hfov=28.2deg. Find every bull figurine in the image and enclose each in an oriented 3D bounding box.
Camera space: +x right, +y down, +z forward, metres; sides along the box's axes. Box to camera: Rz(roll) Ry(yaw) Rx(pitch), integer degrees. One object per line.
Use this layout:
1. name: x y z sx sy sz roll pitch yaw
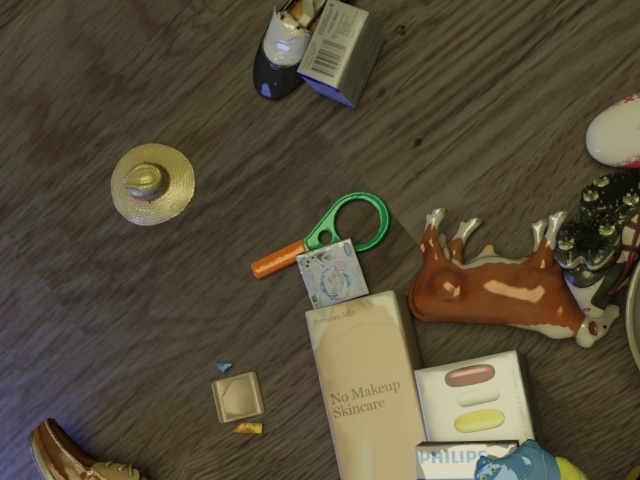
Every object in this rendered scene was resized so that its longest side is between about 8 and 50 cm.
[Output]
1. bull figurine: 0.282 0.055 1.857 0.310 0.101 0.189 3 79 11

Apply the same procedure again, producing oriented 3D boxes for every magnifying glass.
1. magnifying glass: 0.000 0.000 1.970 0.230 0.026 0.092 -25 78 7

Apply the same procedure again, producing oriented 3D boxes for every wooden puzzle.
1. wooden puzzle: -0.127 0.244 1.971 0.078 0.014 0.116 -8 81 8

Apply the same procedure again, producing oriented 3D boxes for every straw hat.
1. straw hat: -0.278 -0.096 2.027 0.144 0.061 0.145 -2 83 13

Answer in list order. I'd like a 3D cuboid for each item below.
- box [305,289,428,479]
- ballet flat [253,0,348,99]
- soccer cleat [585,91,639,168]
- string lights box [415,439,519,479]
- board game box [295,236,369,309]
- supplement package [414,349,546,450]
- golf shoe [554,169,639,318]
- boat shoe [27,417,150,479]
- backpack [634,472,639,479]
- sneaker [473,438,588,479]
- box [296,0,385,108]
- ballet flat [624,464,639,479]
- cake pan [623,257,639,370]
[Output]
1. box: 0.087 0.241 1.864 0.147 0.121 0.311 -16 79 11
2. ballet flat: -0.027 -0.353 1.985 0.095 0.096 0.280 32 91 15
3. soccer cleat: 0.541 -0.182 1.804 0.331 0.143 0.116 -10 80 12
4. string lights box: 0.195 0.389 1.633 0.133 0.077 0.260 -3 85 11
5. board game box: 0.019 0.051 1.945 0.090 0.020 0.090 -17 98 11
6. supplement package: 0.238 0.297 1.779 0.145 0.204 0.262 -13 80 12
7. golf shoe: 0.412 -0.006 1.801 0.105 0.273 0.120 8 127 37
8. boat shoe: -0.312 0.396 1.948 0.120 0.122 0.324 -40 84 0
9. backpack: 0.515 0.357 1.644 0.225 0.191 0.254 41 134 13
10. sneaker: 0.210 0.342 1.559 0.240 0.091 0.126 -42 69 -5
11. box: 0.033 -0.284 1.940 0.072 0.137 0.126 23 88 16
12. ballet flat: 0.444 0.432 1.780 0.080 0.073 0.232 7 84 16
13. cake pan: 0.547 0.097 1.756 0.293 0.054 0.293 -1 93 -12
